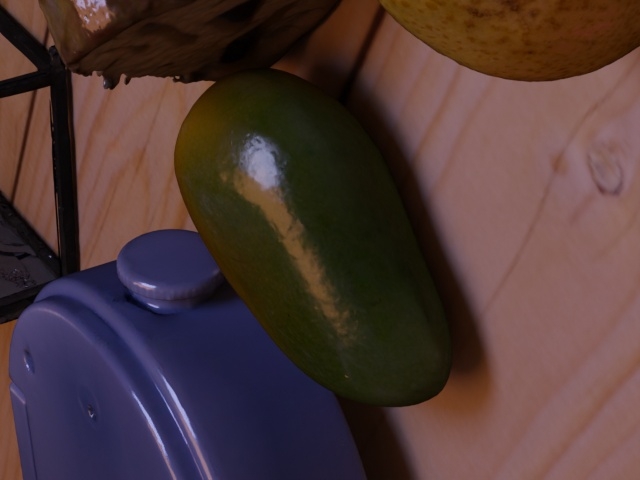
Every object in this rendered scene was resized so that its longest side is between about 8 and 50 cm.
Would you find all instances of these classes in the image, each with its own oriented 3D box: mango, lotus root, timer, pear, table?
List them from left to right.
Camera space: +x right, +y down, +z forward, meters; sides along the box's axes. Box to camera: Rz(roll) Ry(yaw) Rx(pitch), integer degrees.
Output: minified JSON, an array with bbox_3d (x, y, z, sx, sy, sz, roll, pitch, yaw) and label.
[{"bbox_3d":[-0.405,-0.106,1.651,0.335,0.222,0.272,41,141,43],"label":"table"},{"bbox_3d":[-0.091,0.167,1.300,0.395,0.173,0.395,40,139,46],"label":"timer"},{"bbox_3d":[-0.067,-0.157,1.073,0.170,0.261,0.074,-28,79,30],"label":"lotus root"},{"bbox_3d":[0.000,0.000,1.119,0.251,0.114,0.156,54,138,6],"label":"mango"},{"bbox_3d":[0.095,-0.157,0.792,0.178,0.178,0.178,38,137,46],"label":"pear"}]
